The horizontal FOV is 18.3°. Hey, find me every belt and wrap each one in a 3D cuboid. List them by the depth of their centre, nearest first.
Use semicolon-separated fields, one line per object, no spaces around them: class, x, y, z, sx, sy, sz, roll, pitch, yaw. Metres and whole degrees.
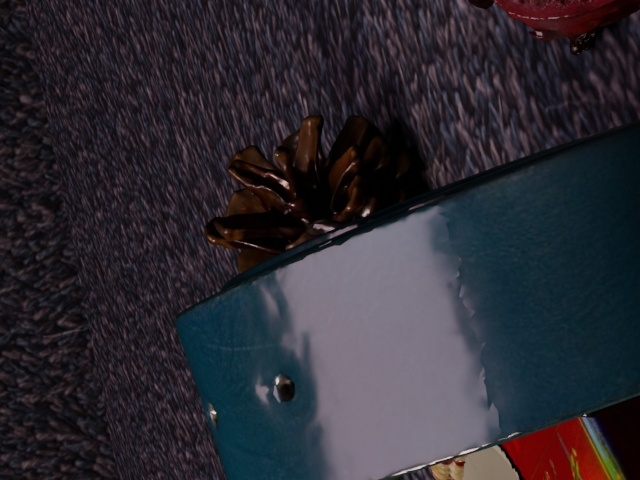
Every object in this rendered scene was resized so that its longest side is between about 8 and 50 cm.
belt;0.111;0.043;1.211;0.436;0.300;0.173;-19;87;39

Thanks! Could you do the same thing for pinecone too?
pinecone;-0.002;-0.001;1.758;0.202;0.201;0.229;1;75;42

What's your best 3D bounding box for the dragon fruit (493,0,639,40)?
dragon fruit;0.180;-0.184;1.242;0.111;0.153;0.153;25;-146;-54

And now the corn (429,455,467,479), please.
corn;0.119;0.108;1.642;0.280;0.092;0.092;92;156;-52

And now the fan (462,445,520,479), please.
fan;0.168;0.262;1.474;0.329;0.009;0.191;-139;36;-64

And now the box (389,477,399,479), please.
box;0.025;0.263;2.026;0.111;0.111;0.177;129;124;-68

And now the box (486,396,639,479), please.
box;0.214;0.185;1.426;0.197;0.089;0.313;106;145;-55

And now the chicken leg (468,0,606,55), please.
chicken leg;0.149;-0.182;1.403;0.093;0.053;0.205;68;171;-29
